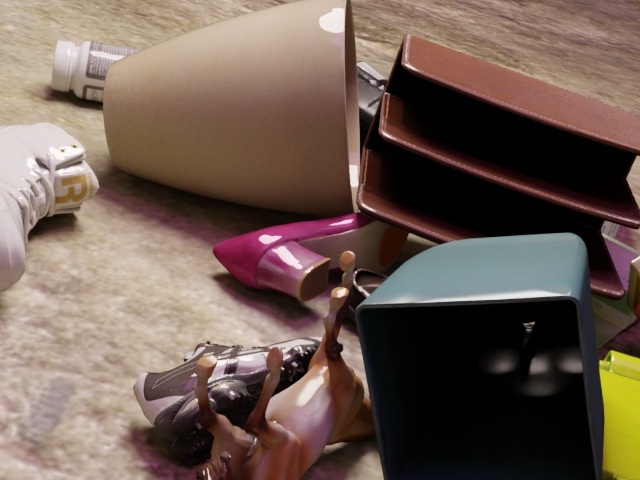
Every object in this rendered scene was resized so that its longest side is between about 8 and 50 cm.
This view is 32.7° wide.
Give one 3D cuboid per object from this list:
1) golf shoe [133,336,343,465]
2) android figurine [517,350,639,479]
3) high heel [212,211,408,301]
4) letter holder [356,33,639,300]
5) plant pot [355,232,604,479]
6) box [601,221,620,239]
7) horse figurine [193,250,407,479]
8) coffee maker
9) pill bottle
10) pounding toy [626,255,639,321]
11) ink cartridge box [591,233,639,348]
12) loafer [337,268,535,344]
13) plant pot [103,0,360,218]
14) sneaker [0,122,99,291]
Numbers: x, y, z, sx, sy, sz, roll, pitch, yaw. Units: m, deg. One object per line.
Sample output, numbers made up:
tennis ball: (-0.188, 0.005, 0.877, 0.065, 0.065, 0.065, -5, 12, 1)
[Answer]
golf shoe: (-0.064, 0.109, 0.908, 0.094, 0.077, 0.198, 33, 31, 33)
android figurine: (0.304, 0.187, 0.968, 0.272, 0.056, 0.248, 16, 26, 8)
high heel: (0.000, 0.000, 1.168, 0.117, 0.082, 0.244, 23, 33, 29)
letter holder: (0.205, -0.079, 1.178, 0.301, 0.152, 0.214, 19, 26, -4)
plant pot: (0.151, 0.081, 0.906, 0.165, 0.166, 0.234, -4, 19, 21)
box: (0.332, -0.068, 1.461, 0.137, 0.072, 0.126, 15, 27, 0)
horse figurine: (-0.020, 0.129, 0.829, 0.066, 0.174, 0.263, 19, 36, 29)
coffee maker: (0.067, -0.151, 1.437, 0.178, 0.120, 0.171, 31, 32, 32)
pill bottle: (-0.282, -0.220, 1.441, 0.137, 0.078, 0.078, 9, 27, -11)
pounding toy: (0.369, 0.069, 1.134, 0.094, 0.206, 0.181, -31, 64, -1)
ink cartridge box: (0.277, 0.044, 1.235, 0.171, 0.056, 0.235, 31, 28, 28)
loafer: (0.125, 0.067, 1.082, 0.220, 0.078, 0.080, 18, 26, 7)
plant pot: (-0.098, -0.148, 1.244, 0.274, 0.257, 0.256, -1, 26, 5)
sneaker: (-0.290, -0.049, 1.069, 0.169, 0.108, 0.292, -5, 31, -29)
